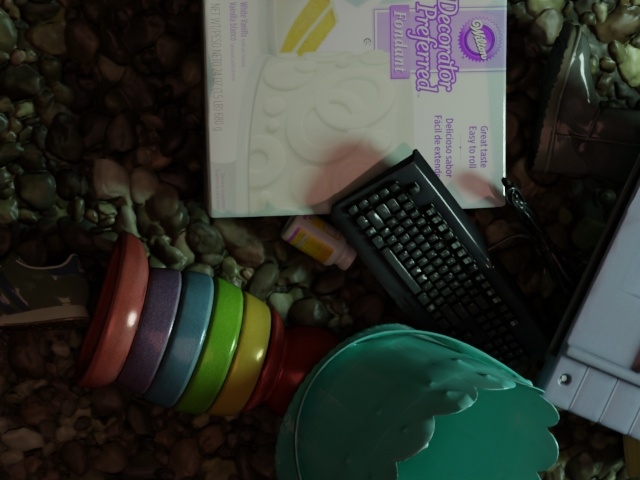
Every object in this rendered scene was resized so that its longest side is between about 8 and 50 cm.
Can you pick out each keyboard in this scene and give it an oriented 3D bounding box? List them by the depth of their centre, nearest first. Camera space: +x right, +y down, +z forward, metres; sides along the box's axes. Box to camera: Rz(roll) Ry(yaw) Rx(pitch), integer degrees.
[{"bbox_3d":[0.172,0.024,1.508,0.201,0.033,0.317,-33,122,12],"label":"keyboard"}]

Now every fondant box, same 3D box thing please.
[{"bbox_3d":[0.034,-0.154,1.494,0.330,0.096,0.238,-3,100,-8],"label":"fondant box"}]

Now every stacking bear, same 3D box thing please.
[{"bbox_3d":[-0.105,0.121,1.497,0.289,0.164,0.175,18,97,-14],"label":"stacking bear"}]

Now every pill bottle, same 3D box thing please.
[{"bbox_3d":[0.000,0.000,1.541,0.083,0.043,0.043,32,94,-11],"label":"pill bottle"}]

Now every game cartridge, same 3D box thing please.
[{"bbox_3d":[0.404,0.051,1.475,0.230,0.068,0.355,23,96,-6],"label":"game cartridge"}]

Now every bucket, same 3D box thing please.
[{"bbox_3d":[0.097,0.231,1.455,0.281,0.183,0.281,-23,127,-34],"label":"bucket"}]

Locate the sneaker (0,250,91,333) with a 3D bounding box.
[{"bbox_3d":[-0.346,0.056,1.502,0.192,0.064,0.086,-3,75,5],"label":"sneaker"}]

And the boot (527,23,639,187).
[{"bbox_3d":[0.352,-0.141,1.548,0.208,0.076,0.190,9,112,-2],"label":"boot"}]

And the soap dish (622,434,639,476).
[{"bbox_3d":[0.461,0.128,1.583,0.228,0.118,0.291,-9,100,-6],"label":"soap dish"}]
